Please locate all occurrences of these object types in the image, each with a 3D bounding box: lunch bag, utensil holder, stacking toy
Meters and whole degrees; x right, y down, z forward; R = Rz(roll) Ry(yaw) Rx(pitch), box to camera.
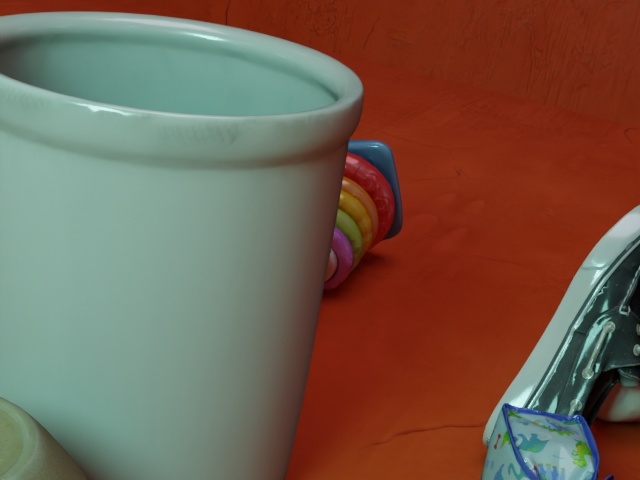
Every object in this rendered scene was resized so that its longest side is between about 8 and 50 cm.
[{"bbox_3d":[0.187,0.232,0.868,0.096,0.128,0.151,9,21,0],"label":"lunch bag"},{"bbox_3d":[-0.154,0.025,0.896,0.328,0.385,0.327,9,23,-4],"label":"utensil holder"},{"bbox_3d":[0.000,0.000,1.359,0.175,0.165,0.302,-1,31,15],"label":"stacking toy"}]

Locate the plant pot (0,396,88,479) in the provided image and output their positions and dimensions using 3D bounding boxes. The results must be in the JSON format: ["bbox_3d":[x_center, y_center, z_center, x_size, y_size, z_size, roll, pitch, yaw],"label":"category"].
[{"bbox_3d":[-0.255,0.209,0.668,0.284,0.190,0.284,8,23,-3],"label":"plant pot"}]

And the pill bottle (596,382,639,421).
[{"bbox_3d":[0.450,0.122,1.185,0.302,0.169,0.169,2,23,-18],"label":"pill bottle"}]

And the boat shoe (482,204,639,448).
[{"bbox_3d":[0.283,0.107,1.033,0.102,0.301,0.108,31,-6,32],"label":"boat shoe"}]
